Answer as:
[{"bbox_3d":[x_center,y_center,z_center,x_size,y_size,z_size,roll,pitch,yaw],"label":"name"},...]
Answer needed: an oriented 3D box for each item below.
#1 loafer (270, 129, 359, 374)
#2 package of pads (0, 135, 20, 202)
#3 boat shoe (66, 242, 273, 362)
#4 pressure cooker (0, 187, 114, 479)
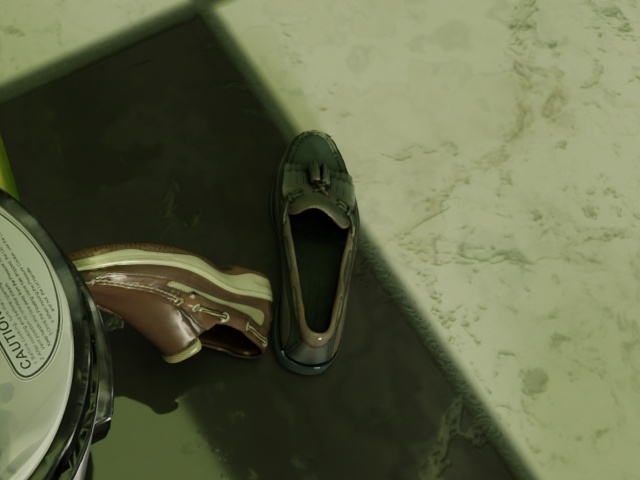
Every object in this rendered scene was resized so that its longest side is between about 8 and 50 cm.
[{"bbox_3d":[0.000,0.000,1.495,0.096,0.084,0.267,5,65,-10],"label":"loafer"},{"bbox_3d":[-0.366,-0.134,1.356,0.101,0.296,0.229,-17,71,-7],"label":"package of pads"},{"bbox_3d":[-0.133,0.066,1.375,0.257,0.095,0.095,12,66,-47],"label":"boat shoe"},{"bbox_3d":[-0.357,0.136,1.168,0.370,0.420,0.375,16,64,-4],"label":"pressure cooker"}]
